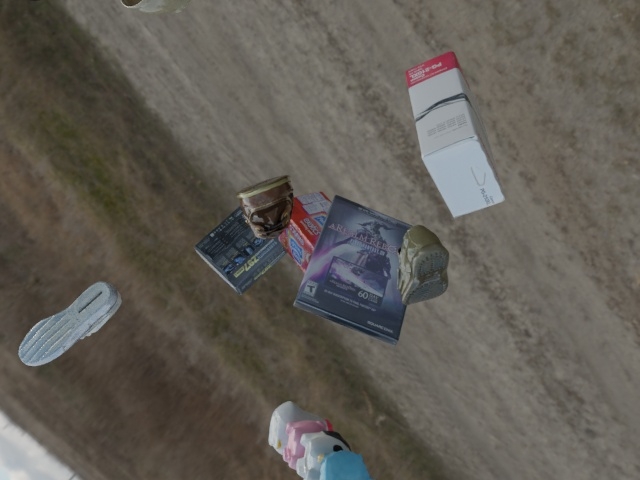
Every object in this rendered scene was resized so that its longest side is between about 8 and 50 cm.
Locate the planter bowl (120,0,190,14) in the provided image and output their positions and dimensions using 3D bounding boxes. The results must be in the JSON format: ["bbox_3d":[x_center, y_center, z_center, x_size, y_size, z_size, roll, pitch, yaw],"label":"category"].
[{"bbox_3d":[-0.336,-0.547,1.564,0.162,0.162,0.109,16,178,44],"label":"planter bowl"}]

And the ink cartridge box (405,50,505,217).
[{"bbox_3d":[0.236,-0.187,1.307,0.100,0.237,0.172,-20,136,18],"label":"ink cartridge box"}]

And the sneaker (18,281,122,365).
[{"bbox_3d":[-0.555,0.199,1.671,0.094,0.258,0.091,52,176,24],"label":"sneaker"}]

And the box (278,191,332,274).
[{"bbox_3d":[0.000,0.000,1.790,0.257,0.128,0.123,-130,33,-48],"label":"box"}]

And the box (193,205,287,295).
[{"bbox_3d":[-0.197,0.008,2.000,0.183,0.232,0.059,40,166,26],"label":"box"}]

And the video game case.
[{"bbox_3d":[0.080,0.048,1.386,0.196,0.274,0.026,22,141,-2],"label":"video game case"}]

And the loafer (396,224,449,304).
[{"bbox_3d":[0.115,0.028,0.833,0.148,0.056,0.050,95,161,-63],"label":"loafer"}]

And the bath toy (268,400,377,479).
[{"bbox_3d":[0.004,0.393,1.327,0.129,0.152,0.348,7,-177,-19],"label":"bath toy"}]

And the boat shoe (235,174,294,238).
[{"bbox_3d":[-0.056,-0.034,0.835,0.178,0.064,0.060,140,110,-85],"label":"boat shoe"}]
